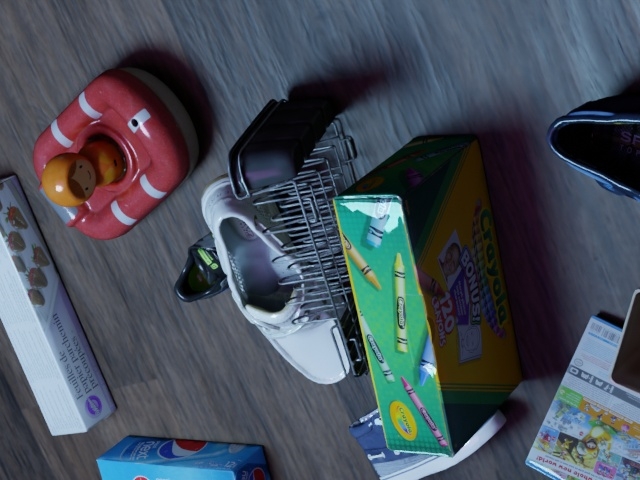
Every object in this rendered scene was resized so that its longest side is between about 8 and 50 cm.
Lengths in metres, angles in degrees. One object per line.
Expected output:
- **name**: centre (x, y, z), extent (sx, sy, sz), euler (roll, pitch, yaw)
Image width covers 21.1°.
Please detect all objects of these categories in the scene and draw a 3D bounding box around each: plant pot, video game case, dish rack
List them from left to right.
- **dish rack**: centre (0.000, 0.000, 1.743), extent (0.074, 0.208, 0.271), euler (-12, 109, 19)
- **video game case**: centre (0.287, 0.173, 1.701), extent (0.119, 0.015, 0.166), euler (27, 98, 27)
- **plant pot**: centre (0.349, 0.090, 1.620), extent (0.109, 0.096, 0.109), euler (24, 124, 21)

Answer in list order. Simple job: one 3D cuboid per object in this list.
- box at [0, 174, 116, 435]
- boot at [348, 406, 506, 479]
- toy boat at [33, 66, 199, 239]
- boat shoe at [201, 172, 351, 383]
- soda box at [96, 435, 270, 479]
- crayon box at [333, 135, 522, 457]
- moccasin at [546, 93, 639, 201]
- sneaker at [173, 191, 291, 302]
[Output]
- **box**: centre (-0.349, 0.081, 2.096), extent (0.067, 0.063, 0.324), euler (-12, 106, 38)
- **boot**: centre (0.110, 0.202, 1.851), extent (0.190, 0.069, 0.086), euler (-34, 95, 41)
- **toy boat**: centre (-0.245, -0.084, 1.887), extent (0.151, 0.151, 0.231), euler (51, 130, 0)
- **boat shoe**: centre (-0.046, 0.061, 1.824), extent (0.098, 0.096, 0.277), euler (-27, 117, 14)
- **soda box**: centre (-0.163, 0.286, 2.075), extent (0.210, 0.067, 0.071), euler (0, 112, 33)
- **crayon box**: centre (0.111, 0.053, 1.714), extent (0.081, 0.165, 0.278), euler (1, 114, 33)
- **moccasin**: centre (0.338, -0.044, 1.482), extent (0.342, 0.117, 0.138), euler (16, 108, 48)
- **sneaker**: centre (-0.097, 0.011, 1.885), extent (0.067, 0.078, 0.188), euler (48, 127, 5)
